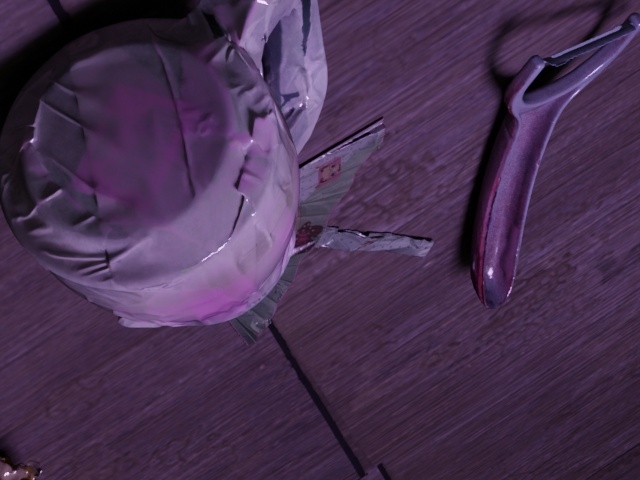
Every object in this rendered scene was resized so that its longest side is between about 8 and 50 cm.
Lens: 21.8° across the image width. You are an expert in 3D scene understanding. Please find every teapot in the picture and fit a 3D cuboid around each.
[{"bbox_3d":[-0.085,-0.053,0.988,0.163,0.222,0.178,3,160,13],"label":"teapot"}]

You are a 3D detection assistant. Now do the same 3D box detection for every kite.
[{"bbox_3d":[-0.001,-0.001,1.224,0.250,0.012,0.229,0,135,-43],"label":"kite"}]

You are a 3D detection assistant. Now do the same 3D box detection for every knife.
[{"bbox_3d":[0.160,-0.058,1.255,0.123,0.053,0.278,-20,146,-29],"label":"knife"}]

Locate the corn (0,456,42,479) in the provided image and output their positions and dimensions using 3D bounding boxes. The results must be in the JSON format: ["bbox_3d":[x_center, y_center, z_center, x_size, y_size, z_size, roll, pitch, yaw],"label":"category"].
[{"bbox_3d":[-0.256,0.282,1.274,0.102,0.102,0.313,-17,143,-26],"label":"corn"}]
